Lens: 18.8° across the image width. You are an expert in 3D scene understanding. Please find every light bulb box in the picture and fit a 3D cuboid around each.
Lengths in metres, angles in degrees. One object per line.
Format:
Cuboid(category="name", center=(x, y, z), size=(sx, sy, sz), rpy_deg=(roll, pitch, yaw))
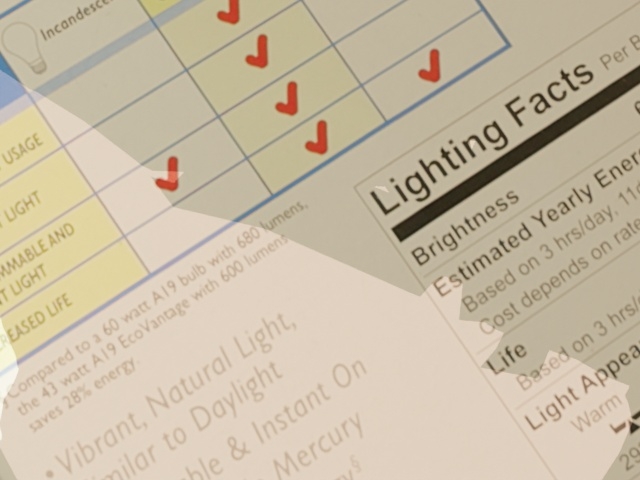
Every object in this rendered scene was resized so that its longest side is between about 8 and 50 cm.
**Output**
Cuboid(category="light bulb box", center=(0.000, 0.000, 0.823), size=(0.358, 0.225, 0.361), rpy_deg=(-33, 83, -14))
